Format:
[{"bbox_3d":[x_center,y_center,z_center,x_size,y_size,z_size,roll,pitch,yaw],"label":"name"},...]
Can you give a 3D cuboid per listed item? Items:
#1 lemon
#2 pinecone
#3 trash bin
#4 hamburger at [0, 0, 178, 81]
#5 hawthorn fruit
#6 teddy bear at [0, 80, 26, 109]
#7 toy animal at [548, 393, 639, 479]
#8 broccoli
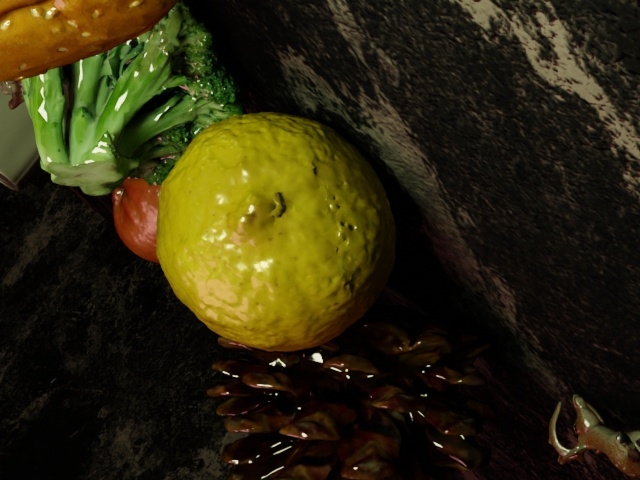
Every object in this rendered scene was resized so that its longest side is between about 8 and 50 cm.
[{"bbox_3d":[-0.049,-0.007,1.351,0.268,0.268,0.322,39,169,11],"label":"lemon"},{"bbox_3d":[0.038,0.227,1.598,0.398,0.397,0.398,39,169,9],"label":"pinecone"},{"bbox_3d":[-0.498,-0.234,2.006,0.219,0.250,0.220,37,169,-5],"label":"trash bin"},{"bbox_3d":[-0.245,-0.268,0.955,0.314,0.290,0.170,60,-174,-54],"label":"hamburger"},{"bbox_3d":[-0.166,-0.064,1.697,0.261,0.224,0.224,23,179,-28],"label":"hawthorn fruit"},{"bbox_3d":[-0.376,-0.269,1.576,0.357,0.224,0.367,29,170,-16],"label":"teddy bear"},{"bbox_3d":[0.377,0.260,1.414,0.243,0.087,0.260,39,166,15],"label":"toy animal"},{"bbox_3d":[-0.231,-0.174,1.348,0.265,0.245,0.294,-6,159,36],"label":"broccoli"}]
